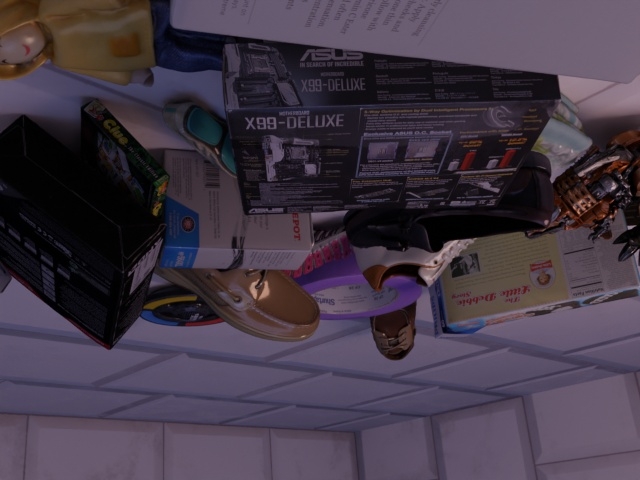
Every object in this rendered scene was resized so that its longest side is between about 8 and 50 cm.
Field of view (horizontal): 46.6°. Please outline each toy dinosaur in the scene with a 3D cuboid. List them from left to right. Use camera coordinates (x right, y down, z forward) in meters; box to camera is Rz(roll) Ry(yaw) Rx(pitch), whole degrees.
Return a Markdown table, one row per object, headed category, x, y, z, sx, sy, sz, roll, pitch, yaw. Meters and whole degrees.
| category | x | y | z | sx | sy | sz | roll | pitch | yaw |
| --- | --- | --- | --- | --- | --- | --- | --- | --- | --- |
| toy dinosaur | 0.439 | -0.080 | 1.049 | 0.321 | 0.164 | 0.218 | -11 | 153 | 16 |

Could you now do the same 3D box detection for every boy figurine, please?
| category | x | y | z | sx | sy | sz | roll | pitch | yaw |
| --- | --- | --- | --- | --- | --- | --- | --- | --- | --- |
| boy figurine | -0.199 | -0.202 | 0.711 | 0.285 | 0.092 | 0.177 | -1 | 161 | -17 |

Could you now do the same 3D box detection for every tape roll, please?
| category | x | y | z | sx | sy | sz | roll | pitch | yaw |
| --- | --- | --- | --- | --- | --- | --- | --- | --- | --- |
| tape roll | 0.055 | 0.074 | 1.441 | 0.274 | 0.090 | 0.275 | -5 | 158 | -2 |

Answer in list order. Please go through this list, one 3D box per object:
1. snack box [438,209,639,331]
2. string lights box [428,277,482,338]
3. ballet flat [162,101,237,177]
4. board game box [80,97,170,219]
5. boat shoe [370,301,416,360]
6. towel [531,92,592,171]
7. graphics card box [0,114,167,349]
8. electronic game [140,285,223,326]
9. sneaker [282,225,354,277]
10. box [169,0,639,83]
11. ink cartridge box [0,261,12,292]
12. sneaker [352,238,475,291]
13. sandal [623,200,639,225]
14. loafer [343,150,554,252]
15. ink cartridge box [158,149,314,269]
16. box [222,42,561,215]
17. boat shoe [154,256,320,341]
| category | x | y | z | sx | sy | sz | roll | pitch | yaw |
| --- | --- | --- | --- | --- | --- | --- | --- | --- | --- |
| snack box | 0.361 | 0.033 | 1.271 | 0.321 | 0.187 | 0.060 | -15 | 156 | 24 |
| string lights box | 0.307 | 0.102 | 1.498 | 0.076 | 0.133 | 0.260 | 2 | 158 | -17 |
| ballet flat | -0.143 | -0.133 | 0.960 | 0.052 | 0.057 | 0.168 | 16 | 165 | 30 |
| board game box | -0.267 | -0.068 | 0.989 | 0.030 | 0.136 | 0.260 | -44 | 176 | -28 |
| boat shoe | 0.177 | 0.209 | 1.757 | 0.123 | 0.116 | 0.324 | -9 | 158 | 9 |
| towel | 0.129 | -0.125 | 0.966 | 0.374 | 0.090 | 0.320 | 16 | 149 | -41 |
| graphics card box | -0.351 | 0.010 | 1.046 | 0.232 | 0.094 | 0.371 | 38 | 152 | 1 |
| electronic game | -0.280 | 0.147 | 1.603 | 0.229 | 0.048 | 0.229 | -4 | 158 | -2 |
| sneaker | 0.000 | 0.000 | 1.293 | 0.170 | 0.075 | 0.063 | -24 | 142 | -11 |
| box | 0.084 | -0.251 | 0.478 | 0.345 | 0.215 | 0.168 | 2 | 157 | -18 |
| ink cartridge box | -0.615 | 0.000 | 1.112 | 0.223 | 0.045 | 0.224 | -8 | 126 | 17 |
| sneaker | 0.206 | 0.012 | 1.248 | 0.290 | 0.123 | 0.106 | -19 | 157 | 4 |
| sandal | 0.589 | -0.061 | 1.269 | 0.219 | 0.060 | 0.090 | 0 | 156 | 29 |
| loafer | 0.158 | -0.029 | 0.974 | 0.302 | 0.095 | 0.109 | -18 | 155 | 34 |
| ink cartridge box | -0.122 | -0.039 | 1.044 | 0.203 | 0.148 | 0.086 | 3 | 155 | -17 |
| box | 0.060 | -0.109 | 0.777 | 0.307 | 0.077 | 0.242 | -2 | 159 | -2 |
| boat shoe | -0.135 | 0.053 | 1.197 | 0.341 | 0.122 | 0.110 | 29 | 135 | -15 |
